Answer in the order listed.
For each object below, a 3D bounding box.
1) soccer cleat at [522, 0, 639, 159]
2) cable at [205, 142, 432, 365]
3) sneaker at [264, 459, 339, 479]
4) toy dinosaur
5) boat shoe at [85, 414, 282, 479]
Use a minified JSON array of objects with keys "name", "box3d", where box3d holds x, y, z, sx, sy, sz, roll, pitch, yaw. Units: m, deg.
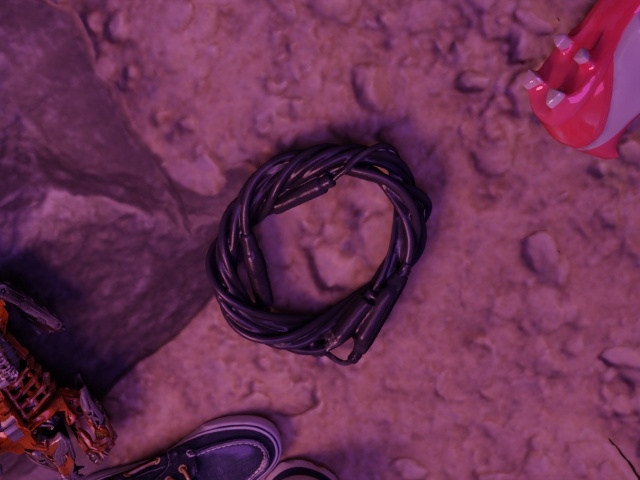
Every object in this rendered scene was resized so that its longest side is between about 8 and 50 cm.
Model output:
[{"name":"soccer cleat","box3d":[0.251,-0.168,1.146,0.095,0.083,0.248,32,103,-36]},{"name":"cable","box3d":[0.000,0.000,1.209,0.151,0.047,0.184,26,108,-4]},{"name":"sneaker","box3d":[-0.046,0.294,1.273,0.090,0.095,0.235,13,109,-7]},{"name":"toy dinosaur","box3d":[-0.319,0.107,1.199,0.322,0.164,0.218,34,91,1]},{"name":"boat shoe","box3d":[-0.115,0.201,1.246,0.183,0.083,0.065,-23,107,6]}]
